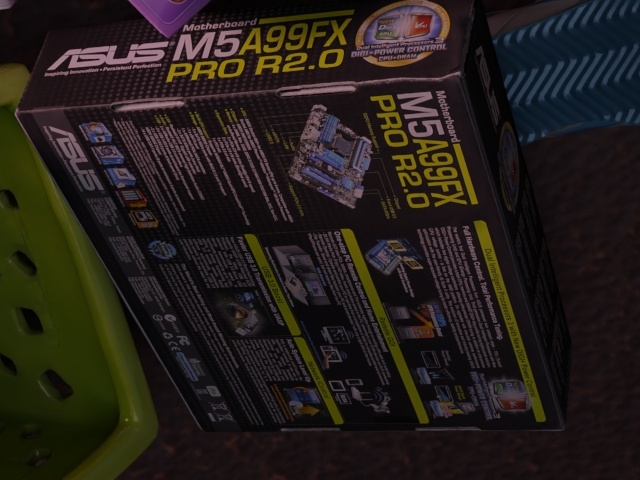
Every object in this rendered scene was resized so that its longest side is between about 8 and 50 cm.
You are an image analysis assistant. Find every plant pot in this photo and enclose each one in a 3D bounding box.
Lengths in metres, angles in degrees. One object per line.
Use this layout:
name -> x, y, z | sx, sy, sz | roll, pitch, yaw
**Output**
plant pot -> -0.253, 0.053, 0.806 | 0.207, 0.227, 0.228 | 2, 117, 40

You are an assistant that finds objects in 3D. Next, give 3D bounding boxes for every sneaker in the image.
sneaker -> 0.130, -0.097, 0.840 | 0.228, 0.092, 0.087 | -12, 109, -8

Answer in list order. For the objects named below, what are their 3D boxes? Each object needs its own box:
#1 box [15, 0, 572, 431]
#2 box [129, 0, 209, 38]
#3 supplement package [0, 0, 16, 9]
box -> 0.000, 0.000, 0.801 | 0.216, 0.060, 0.270 | -4, 139, 19
box -> 0.023, -0.230, 0.729 | 0.293, 0.201, 0.057 | -41, 105, 13
supplement package -> -0.287, -0.201, 0.768 | 0.261, 0.145, 0.204 | -10, 110, 3
